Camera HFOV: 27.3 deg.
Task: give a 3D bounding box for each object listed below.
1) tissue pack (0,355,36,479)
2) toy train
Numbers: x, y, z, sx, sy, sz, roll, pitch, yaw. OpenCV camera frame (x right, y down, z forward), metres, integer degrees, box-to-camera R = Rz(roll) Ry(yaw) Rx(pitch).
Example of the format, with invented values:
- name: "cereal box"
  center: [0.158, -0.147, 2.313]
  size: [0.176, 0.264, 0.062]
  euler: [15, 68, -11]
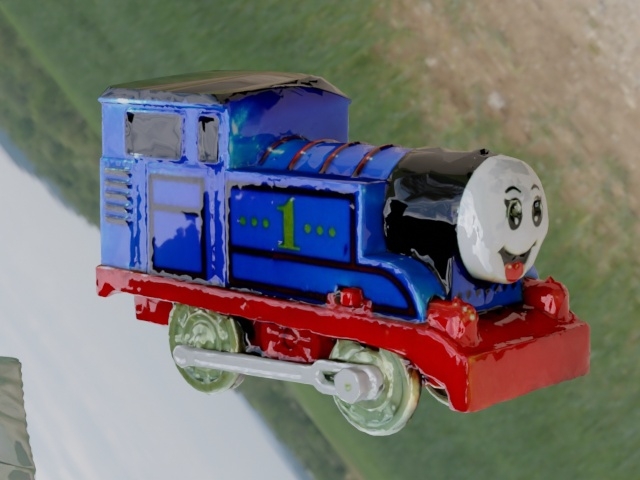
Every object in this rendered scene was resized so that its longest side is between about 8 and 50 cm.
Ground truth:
- name: "tissue pack"
  center: [-0.292, 0.158, 0.407]
  size: [0.332, 0.404, 0.205]
  euler: [-146, 60, -71]
- name: "toy train"
  center: [0.000, 0.000, 0.523]
  size: [0.204, 0.082, 0.131]
  euler: [9, 101, 41]
